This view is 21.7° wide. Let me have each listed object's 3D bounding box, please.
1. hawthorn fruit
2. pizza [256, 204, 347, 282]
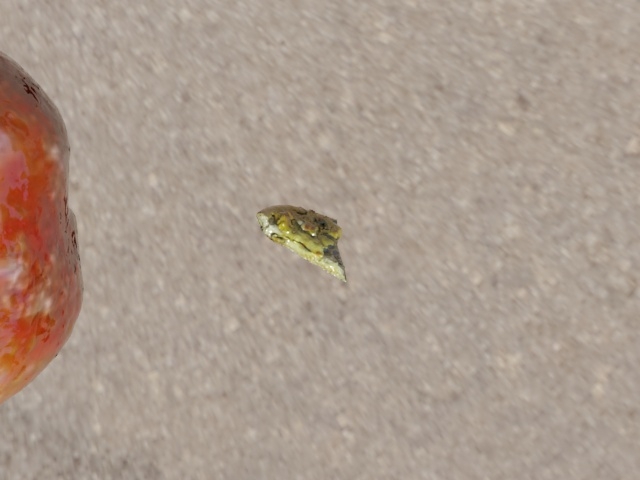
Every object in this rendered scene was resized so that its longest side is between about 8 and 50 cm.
[{"bbox_3d":[-0.291,-0.020,1.099,0.284,0.284,0.284,-4,107,-13],"label":"hawthorn fruit"},{"bbox_3d":[0.000,0.000,1.613,0.123,0.108,0.026,2,129,-53],"label":"pizza"}]
